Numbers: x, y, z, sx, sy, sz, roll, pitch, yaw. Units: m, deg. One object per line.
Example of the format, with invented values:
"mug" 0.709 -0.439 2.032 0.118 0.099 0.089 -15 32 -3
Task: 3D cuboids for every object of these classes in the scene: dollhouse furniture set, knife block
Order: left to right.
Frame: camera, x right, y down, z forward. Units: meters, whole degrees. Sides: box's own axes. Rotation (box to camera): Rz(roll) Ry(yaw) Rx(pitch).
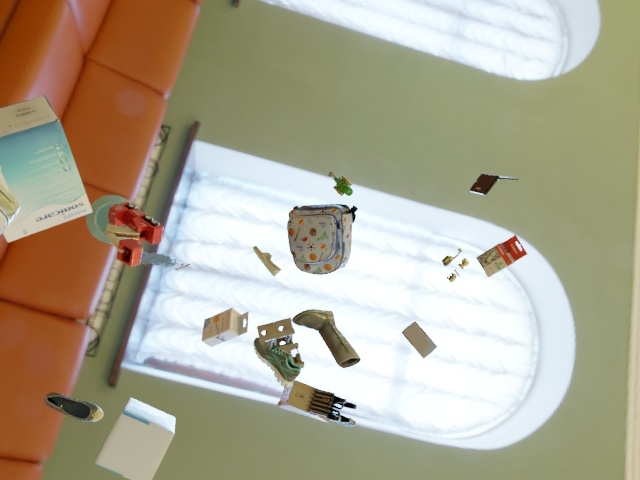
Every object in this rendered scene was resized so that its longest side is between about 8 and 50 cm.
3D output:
"dollhouse furniture set" -0.142 0.391 2.043 0.129 0.129 0.183 93 -19 -53
"knife block" -0.005 0.564 1.995 0.275 0.242 0.088 129 -16 -67

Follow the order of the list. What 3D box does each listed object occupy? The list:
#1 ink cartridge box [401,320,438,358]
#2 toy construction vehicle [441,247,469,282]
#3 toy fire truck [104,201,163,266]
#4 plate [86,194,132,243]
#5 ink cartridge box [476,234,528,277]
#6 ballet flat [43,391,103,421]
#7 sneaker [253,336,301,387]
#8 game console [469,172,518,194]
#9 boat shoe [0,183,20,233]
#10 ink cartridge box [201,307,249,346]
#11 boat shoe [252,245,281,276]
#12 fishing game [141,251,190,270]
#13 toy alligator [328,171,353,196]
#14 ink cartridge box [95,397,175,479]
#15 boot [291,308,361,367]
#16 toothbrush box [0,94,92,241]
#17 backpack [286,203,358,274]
"ink cartridge box" 0.379 0.375 2.213 0.072 0.127 0.175 -41 165 4
"toy construction vehicle" 0.455 0.085 1.965 0.098 0.085 0.035 -39 -166 -6
"toy fire truck" -0.433 -0.020 1.314 0.135 0.192 0.047 -20 134 -52
"plate" -0.798 -0.082 2.235 0.024 0.188 0.188 172 -67 -77
"ink cartridge box" 0.467 0.041 1.507 0.115 0.029 0.062 -38 -107 32
"ballet flat" -0.720 0.490 1.701 0.057 0.173 0.049 -70 -165 -11
"sneaker" -0.117 0.327 1.636 0.076 0.166 0.065 -42 180 17
"game console" 0.559 -0.179 1.889 0.107 0.071 0.122 -54 -167 2
"boat shoe" -0.718 -0.136 1.124 0.109 0.302 0.094 -22 -153 25
"ink cartridge box" -0.366 0.329 2.246 0.181 0.061 0.104 -24 -136 23
"boat shoe" -0.192 0.067 2.100 0.045 0.135 0.050 -39 177 -3
"fishing game" -0.673 0.084 2.366 0.189 0.264 0.041 -32 136 -78
"toy alligator" 0.077 -0.193 2.030 0.056 0.051 0.189 -50 -151 10
"ink cartridge box" -0.654 0.713 2.096 0.197 0.198 0.270 -64 -170 -10
"boot" 0.020 0.325 1.920 0.076 0.190 0.208 -53 -131 38
"toothbrush box" -0.706 -0.167 1.402 0.126 0.217 0.295 49 -27 35
"backpack" 0.000 0.000 2.230 0.213 0.277 0.263 -30 116 -58
